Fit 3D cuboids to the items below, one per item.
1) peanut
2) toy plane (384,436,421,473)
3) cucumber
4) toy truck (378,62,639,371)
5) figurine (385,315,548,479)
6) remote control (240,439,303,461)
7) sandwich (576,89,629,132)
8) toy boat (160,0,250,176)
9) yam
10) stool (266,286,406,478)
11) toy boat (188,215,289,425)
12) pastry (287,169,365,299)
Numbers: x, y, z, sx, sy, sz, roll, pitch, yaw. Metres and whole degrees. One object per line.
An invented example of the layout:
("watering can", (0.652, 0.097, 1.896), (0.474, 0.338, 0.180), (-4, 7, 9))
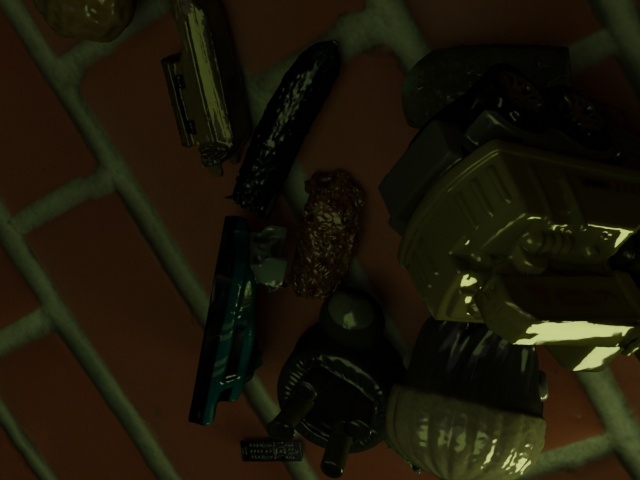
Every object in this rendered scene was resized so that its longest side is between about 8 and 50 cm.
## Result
("peanut", (-0.260, -0.360, 1.195), (0.159, 0.143, 0.291), (12, 119, 28))
("toy plane", (0.117, 0.269, 1.389), (0.083, 0.033, 0.080), (20, 133, 13))
("cucumber", (-0.045, -0.126, 1.257), (0.067, 0.067, 0.245), (30, 120, 7))
("toy truck", (0.255, 0.002, 1.004), (0.405, 0.254, 0.180), (10, 138, -33))
("figurine", (0.169, 0.117, 1.201), (0.185, 0.204, 0.332), (12, 116, 19))
("remote control", (-0.065, 0.284, 1.479), (0.091, 0.016, 0.034), (-4, 95, 23))
("sandwich", (0.291, -0.112, 1.153), (0.069, 0.026, 0.101), (-6, 109, 26))
("toy boat", (-0.141, -0.187, 1.269), (0.088, 0.068, 0.226), (-2, 112, 29))
("yam", (0.182, -0.154, 1.129), (0.183, 0.107, 0.107), (7, 115, 27))
("stool", (0.014, 0.170, 1.322), (0.153, 0.139, 0.228), (-4, 116, 25))
("toy boat", (-0.102, 0.114, 1.349), (0.092, 0.134, 0.298), (8, 130, -7))
("pastry", (0.002, 0.001, 1.298), (0.087, 0.063, 0.169), (18, 119, 16))
